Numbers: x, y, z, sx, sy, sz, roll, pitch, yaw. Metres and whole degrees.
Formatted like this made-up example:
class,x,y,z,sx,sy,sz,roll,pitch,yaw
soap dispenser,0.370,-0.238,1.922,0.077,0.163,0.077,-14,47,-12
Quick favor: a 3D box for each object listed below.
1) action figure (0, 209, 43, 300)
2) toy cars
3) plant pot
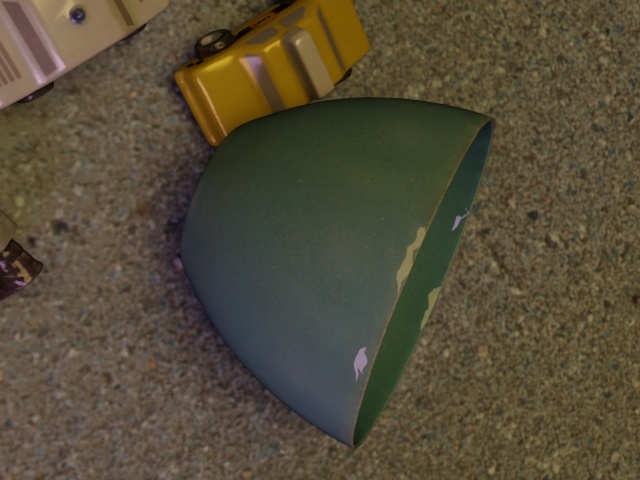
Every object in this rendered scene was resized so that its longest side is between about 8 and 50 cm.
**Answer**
class,x,y,z,sx,sy,sz,roll,pitch,yaw
action figure,-0.320,-0.056,0.808,0.185,0.099,0.285,-71,142,-59
toy cars,-0.112,-0.168,0.924,0.394,0.087,0.176,6,100,-34
plant pot,0.000,0.000,0.932,0.195,0.290,0.290,23,77,12
